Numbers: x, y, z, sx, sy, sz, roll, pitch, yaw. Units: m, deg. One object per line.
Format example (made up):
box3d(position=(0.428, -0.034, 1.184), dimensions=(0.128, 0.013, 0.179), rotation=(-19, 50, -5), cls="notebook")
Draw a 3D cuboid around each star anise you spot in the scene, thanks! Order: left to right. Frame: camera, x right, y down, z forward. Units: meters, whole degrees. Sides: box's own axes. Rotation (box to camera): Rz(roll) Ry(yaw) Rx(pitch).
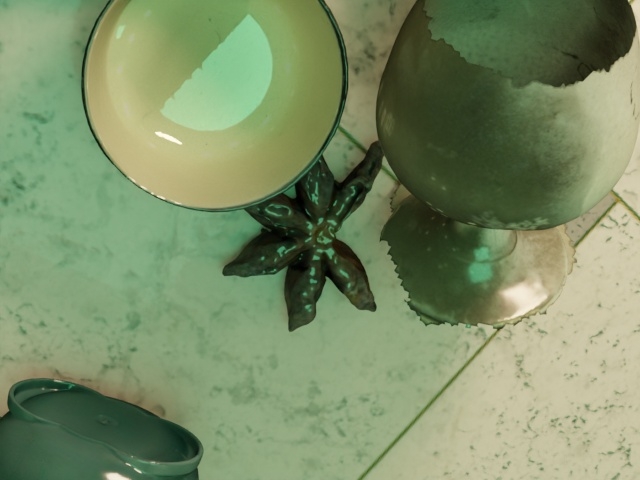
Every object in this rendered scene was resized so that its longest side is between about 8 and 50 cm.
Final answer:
box3d(position=(-0.016, -0.003, 1.229), dimensions=(0.172, 0.063, 0.208), rotation=(0, 107, -12), cls="star anise")

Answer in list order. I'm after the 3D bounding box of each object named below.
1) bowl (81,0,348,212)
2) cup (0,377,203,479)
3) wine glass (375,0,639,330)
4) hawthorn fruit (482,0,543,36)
box3d(position=(-0.103, -0.156, 1.125), dimensions=(0.237, 0.126, 0.238), rotation=(-4, 109, -13), cls="bowl")
box3d(position=(-0.268, 0.277, 1.191), dimensions=(0.289, 0.219, 0.258), rotation=(20, 103, 14), cls="cup")
box3d(position=(0.158, -0.089, 1.082), dimensions=(0.238, 0.238, 0.323), rotation=(-6, 142, -12), cls="wine glass")
box3d(position=(0.189, -0.276, 1.152), dimensions=(0.179, 0.173, 0.173), rotation=(23, 102, -48), cls="hawthorn fruit")
